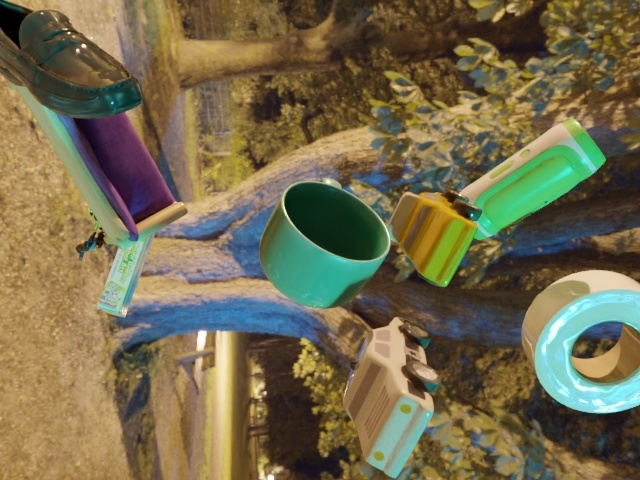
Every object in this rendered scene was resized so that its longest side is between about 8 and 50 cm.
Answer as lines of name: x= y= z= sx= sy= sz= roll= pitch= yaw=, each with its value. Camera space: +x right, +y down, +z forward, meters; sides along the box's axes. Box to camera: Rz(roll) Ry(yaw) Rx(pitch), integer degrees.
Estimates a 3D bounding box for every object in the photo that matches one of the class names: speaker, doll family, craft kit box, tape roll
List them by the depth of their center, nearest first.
tape roll: x=0.572 y=0.208 z=1.037 sx=0.100 sy=0.286 sz=0.286 roll=-74 pitch=163 yaw=-71
speaker: x=0.436 y=-0.124 z=1.080 sx=0.297 sy=0.131 sz=0.131 roll=-37 pitch=-137 yaw=27
doll family: x=-0.553 y=-0.033 z=1.271 sx=0.111 sy=0.076 sz=0.192 roll=-138 pitch=-115 yaw=-75
craft kit box: x=-0.481 y=0.064 z=1.271 sx=0.247 sy=0.061 sz=0.249 roll=152 pitch=-45 yaw=-66

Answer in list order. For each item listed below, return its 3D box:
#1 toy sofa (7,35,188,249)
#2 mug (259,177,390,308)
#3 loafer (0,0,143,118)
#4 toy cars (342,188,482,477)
toy sofa: x=-0.399 y=-0.173 z=0.932 sx=0.177 sy=0.150 sz=0.362 roll=0 pitch=-60 yaw=54
mug: x=0.005 y=0.007 z=0.569 sx=0.158 sy=0.129 sz=0.097 roll=-34 pitch=158 yaw=-54
loafer: x=-0.257 y=-0.178 z=0.486 sx=0.223 sy=0.076 sz=0.078 roll=28 pitch=-45 yaw=27
toy cars: x=0.095 y=0.062 z=0.579 sx=0.176 sy=0.087 sz=0.393 roll=113 pitch=2 yaw=-56
